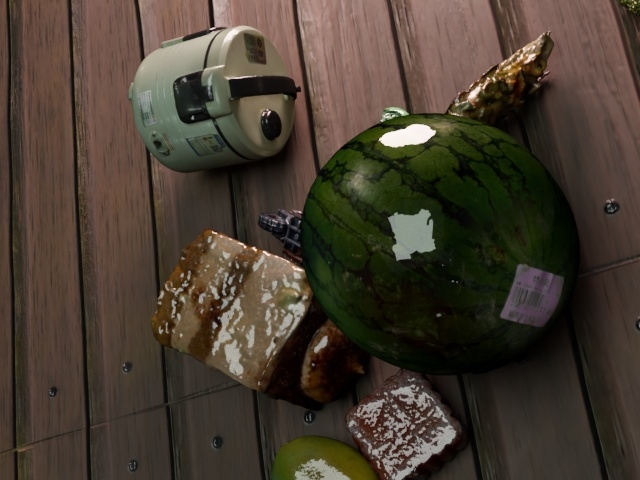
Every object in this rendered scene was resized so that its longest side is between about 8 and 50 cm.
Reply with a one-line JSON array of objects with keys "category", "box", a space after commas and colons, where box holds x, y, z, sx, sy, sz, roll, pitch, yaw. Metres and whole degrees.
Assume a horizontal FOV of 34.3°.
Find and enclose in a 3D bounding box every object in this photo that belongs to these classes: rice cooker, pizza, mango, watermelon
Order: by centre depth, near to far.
[{"category": "watermelon", "box": [0.148, 0.003, 1.321, 0.363, 0.363, 0.363, -11, 68, 28]}, {"category": "mango", "box": [0.018, 0.341, 1.436, 0.191, 0.085, 0.122, 21, 75, 24]}, {"category": "pizza", "box": [0.248, -0.196, 1.457, 0.069, 0.226, 0.147, 46, 145, 11]}, {"category": "rice cooker", "box": [-0.164, -0.226, 1.657, 0.244, 0.226, 0.226, -5, 71, 30]}]

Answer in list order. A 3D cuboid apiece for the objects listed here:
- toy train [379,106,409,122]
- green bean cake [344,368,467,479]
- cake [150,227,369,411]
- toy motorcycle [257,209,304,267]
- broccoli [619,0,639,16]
[{"category": "toy train", "box": [0.137, -0.129, 1.525, 0.081, 0.099, 0.149, -15, 53, -10]}, {"category": "green bean cake", "box": [0.117, 0.256, 1.409, 0.136, 0.056, 0.135, -39, 56, 5]}, {"category": "cake", "box": [-0.070, 0.128, 1.495, 0.293, 0.199, 0.196, 26, 85, 34]}, {"category": "toy motorcycle", "box": [0.000, 0.000, 1.557, 0.212, 0.118, 0.084, 27, 108, 47]}, {"category": "broccoli", "box": [0.458, -0.351, 1.382, 0.131, 0.120, 0.130, -41, 32, -26]}]
